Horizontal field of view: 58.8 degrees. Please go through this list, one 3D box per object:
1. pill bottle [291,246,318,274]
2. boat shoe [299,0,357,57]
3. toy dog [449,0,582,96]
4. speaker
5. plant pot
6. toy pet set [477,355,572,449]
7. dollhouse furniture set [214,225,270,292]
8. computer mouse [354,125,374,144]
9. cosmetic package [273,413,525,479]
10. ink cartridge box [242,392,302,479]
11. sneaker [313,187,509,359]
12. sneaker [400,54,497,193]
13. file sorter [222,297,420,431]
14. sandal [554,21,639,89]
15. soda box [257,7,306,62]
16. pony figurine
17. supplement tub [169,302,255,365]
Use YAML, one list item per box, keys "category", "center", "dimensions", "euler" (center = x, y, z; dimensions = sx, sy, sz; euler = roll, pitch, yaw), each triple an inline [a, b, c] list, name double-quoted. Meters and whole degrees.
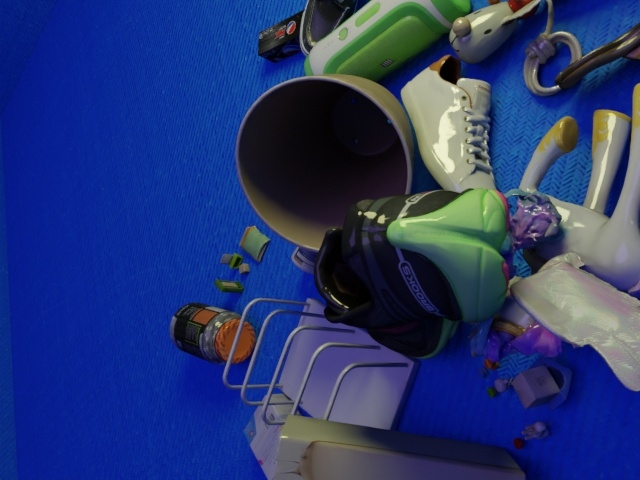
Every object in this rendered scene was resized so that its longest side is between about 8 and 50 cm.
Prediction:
- category: "pill bottle"
  center: [0.000, 0.000, 1.077]
  dimensions: [0.067, 0.067, 0.120]
  euler: [48, 116, 40]
- category: "boat shoe"
  center: [0.036, -0.497, 1.102]
  dimensions: [0.108, 0.102, 0.301]
  euler: [30, 101, 9]
- category: "toy dog"
  center: [0.306, -0.384, 0.767]
  dimensions: [0.220, 0.161, 0.334]
  euler: [47, 115, 36]
- category: "speaker"
  center: [0.108, -0.359, 1.000]
  dimensions: [0.296, 0.131, 0.131]
  euler: [-26, 63, 40]
- category: "plant pot"
  center: [0.042, -0.155, 0.896]
  dimensions: [0.256, 0.274, 0.256]
  euler: [9, 119, 17]
- category: "toy pet set"
  center: [0.283, 0.199, 0.766]
  dimensions: [0.114, 0.065, 0.122]
  euler: [99, 155, -52]
- category: "dollhouse furniture set"
  center: [-0.180, 0.041, 1.259]
  dimensions: [0.076, 0.058, 0.152]
  euler: [38, 109, 43]
- category: "computer mouse"
  center: [0.041, -0.189, 1.092]
  dimensions: [0.193, 0.042, 0.106]
  euler: [-24, 77, 40]
- category: "cosmetic package"
  center: [0.092, 0.341, 0.749]
  dimensions: [0.309, 0.113, 0.160]
  euler: [7, 88, 3]
- category: "ink cartridge box"
  center: [-0.063, 0.389, 1.061]
  dimensions: [0.181, 0.061, 0.104]
  euler: [49, 116, 41]
- category: "sneaker"
  center: [0.096, 0.042, 0.743]
  dimensions: [0.202, 0.483, 0.185]
  euler: [9, 70, 4]
- category: "sneaker"
  center: [0.216, -0.170, 0.863]
  dimensions: [0.123, 0.106, 0.290]
  euler: [-41, 53, 35]
- category: "file sorter"
  center: [-0.015, 0.231, 0.967]
  dimensions: [0.277, 0.173, 0.193]
  euler: [26, 99, 46]
- category: "sandal"
  center: [0.404, -0.241, 0.703]
  dimensions: [0.219, 0.090, 0.060]
  euler: [-29, 90, 28]
- category: "soda box"
  center: [-0.066, -0.449, 1.252]
  dimensions: [0.169, 0.053, 0.060]
  euler: [-6, 78, 46]
- category: "pony figurine"
  center: [0.325, 0.022, 0.622]
  dimensions: [0.363, 0.303, 0.351]
  euler: [-66, 25, 5]
- category: "supplement tub"
  center: [-0.235, 0.204, 1.239]
  dimensions: [0.190, 0.117, 0.117]
  euler: [6, 86, 46]
